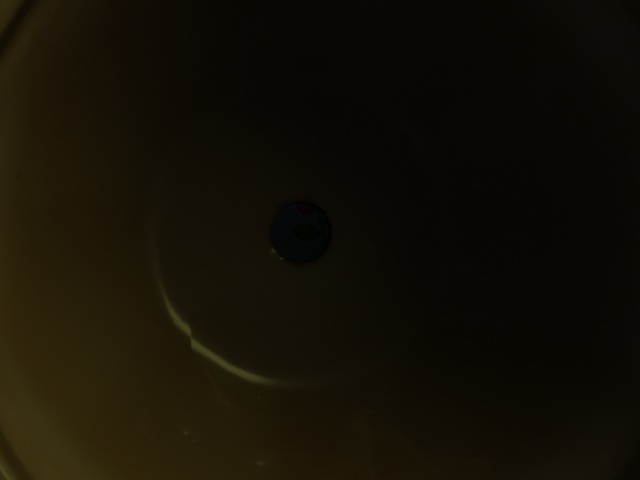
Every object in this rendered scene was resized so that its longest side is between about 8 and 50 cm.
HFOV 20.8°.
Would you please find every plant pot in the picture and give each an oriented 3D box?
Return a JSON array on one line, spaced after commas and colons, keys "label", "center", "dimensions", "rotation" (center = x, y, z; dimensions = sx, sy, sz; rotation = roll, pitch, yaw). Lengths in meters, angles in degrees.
[{"label": "plant pot", "center": [0.000, 0.000, 0.524], "dimensions": [0.237, 0.237, 0.110], "rotation": [49, -6, -7]}]

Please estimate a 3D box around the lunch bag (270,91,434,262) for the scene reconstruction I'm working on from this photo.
[{"label": "lunch bag", "center": [0.002, -0.146, 0.636], "dimensions": [0.262, 0.223, 0.160], "rotation": [53, 21, -2]}]
